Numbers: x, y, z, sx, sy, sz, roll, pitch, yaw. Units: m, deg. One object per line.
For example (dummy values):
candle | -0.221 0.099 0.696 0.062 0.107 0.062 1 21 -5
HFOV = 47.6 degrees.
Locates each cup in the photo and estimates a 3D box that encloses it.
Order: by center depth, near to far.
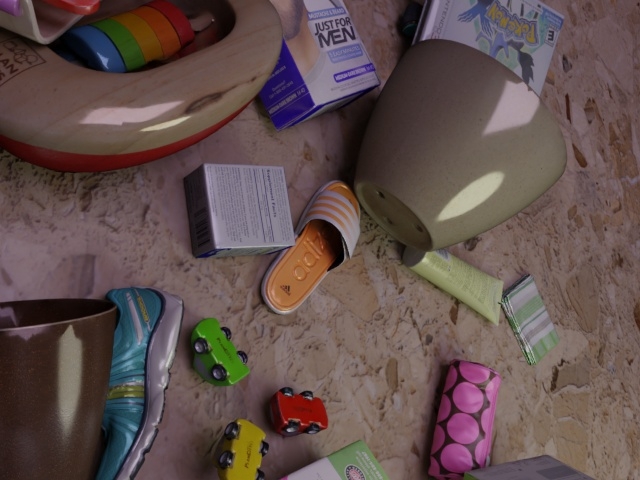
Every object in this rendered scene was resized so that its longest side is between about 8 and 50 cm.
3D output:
cup | 0.190 -0.122 1.186 0.331 0.331 0.237 47 76 -16

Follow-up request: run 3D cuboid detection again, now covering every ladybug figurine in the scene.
ladybug figurine | -0.246 -0.217 0.932 0.305 0.162 0.449 42 51 20

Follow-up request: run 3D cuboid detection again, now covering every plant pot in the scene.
plant pot | -0.325 0.191 0.784 0.215 0.215 0.230 -5 95 -37

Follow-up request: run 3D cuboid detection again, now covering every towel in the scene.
towel | 0.415 0.153 1.424 0.113 0.023 0.152 -29 95 -37

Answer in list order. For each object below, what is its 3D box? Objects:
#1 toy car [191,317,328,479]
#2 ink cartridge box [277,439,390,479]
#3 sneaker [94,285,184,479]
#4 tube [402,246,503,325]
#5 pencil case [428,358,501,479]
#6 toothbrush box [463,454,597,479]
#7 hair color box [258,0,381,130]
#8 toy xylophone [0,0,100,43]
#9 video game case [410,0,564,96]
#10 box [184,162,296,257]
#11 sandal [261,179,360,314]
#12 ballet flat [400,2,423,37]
toy car | -0.111 0.211 0.992 0.225 0.053 0.239 56 31 5
ink cartridge box | -0.041 0.422 0.910 0.353 0.119 0.207 -14 55 -38
sneaker | -0.248 0.188 0.905 0.110 0.107 0.275 13 63 -14
tube | 0.250 0.071 1.312 0.240 0.062 0.070 28 103 -30
pencil case | 0.246 0.304 1.211 0.095 0.098 0.209 38 57 -43
toothbrush box | 0.311 0.500 1.128 0.206 0.122 0.283 4 100 -36
hair color box | -0.056 -0.367 1.170 0.185 0.110 0.339 -30 94 -45
toy xylophone | -0.335 -0.344 0.846 0.236 0.081 0.323 17 47 -4
video game case | 0.320 -0.360 1.423 0.329 0.036 0.300 16 92 -32
box | -0.118 -0.043 1.063 0.137 0.072 0.126 -2 78 -35
sandal | 0.007 0.008 1.136 0.102 0.076 0.265 44 55 -18
ballet flat | 0.244 -0.416 1.437 0.203 0.074 0.074 15 69 -30
